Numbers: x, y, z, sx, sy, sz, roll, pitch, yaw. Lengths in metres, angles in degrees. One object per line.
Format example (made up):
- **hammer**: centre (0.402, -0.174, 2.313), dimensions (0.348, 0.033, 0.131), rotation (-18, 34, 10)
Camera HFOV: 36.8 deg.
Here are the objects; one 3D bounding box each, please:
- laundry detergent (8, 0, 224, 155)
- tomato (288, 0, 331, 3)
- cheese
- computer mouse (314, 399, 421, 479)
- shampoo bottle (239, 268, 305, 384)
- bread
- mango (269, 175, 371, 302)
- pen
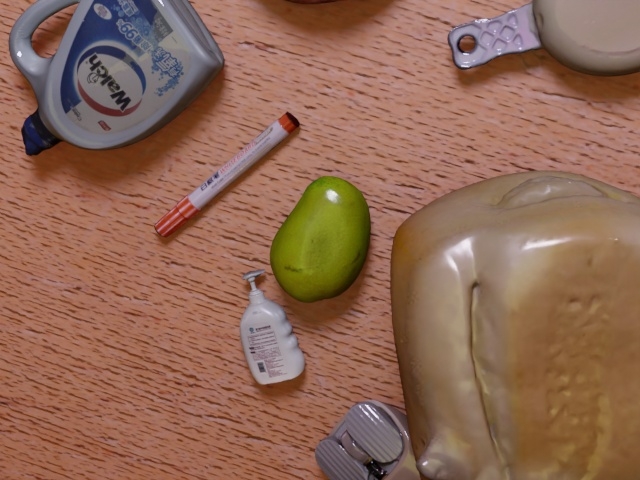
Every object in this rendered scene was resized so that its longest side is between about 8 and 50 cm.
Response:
- **laundry detergent**: centre (-0.281, -0.215, 1.200), dimensions (0.280, 0.105, 0.215), rotation (-32, 98, 17)
- **tomato**: centre (-0.002, -0.368, 1.097), dimensions (0.233, 0.139, 0.200), rotation (-10, 109, 11)
- **cheese**: centre (0.288, -0.260, 1.109), dimensions (0.286, 0.082, 0.163), rotation (-11, 101, 13)
- **computer mouse**: centre (0.109, 0.319, 1.287), dimensions (0.236, 0.082, 0.145), rotation (41, 107, -4)
- **shampoo bottle**: centre (-0.075, 0.113, 1.281), dimensions (0.077, 0.045, 0.152), rotation (-15, 103, 14)
- **bread**: centre (0.261, 0.110, 1.119), dimensions (0.348, 0.253, 0.376), rotation (-10, 104, 6)
- **mango**: centre (0.005, 0.004, 1.217), dimensions (0.117, 0.089, 0.163), rotation (34, 106, -1)
- **pen**: centre (-0.123, -0.083, 1.247), dimensions (0.239, 0.028, 0.028), rotation (-38, 96, 15)
